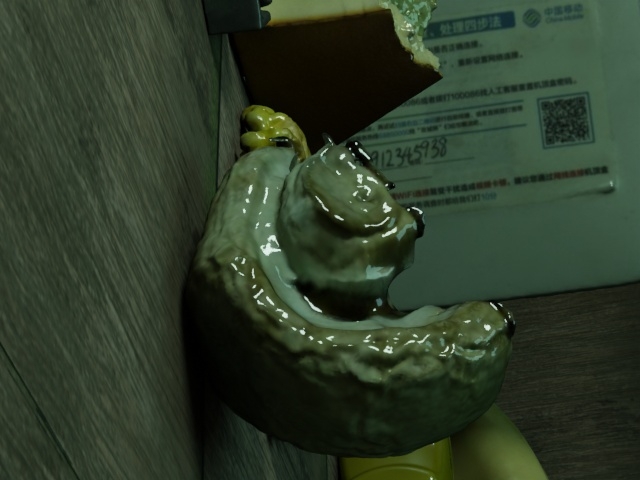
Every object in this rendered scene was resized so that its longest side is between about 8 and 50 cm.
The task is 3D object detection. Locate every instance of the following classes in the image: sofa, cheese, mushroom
[{"bbox_3d":[-0.072,-0.253,1.380,0.085,0.060,0.147,-72,153,-74],"label":"sofa"},{"bbox_3d":[0.153,0.312,1.896,0.128,0.259,0.315,33,29,-46],"label":"cheese"},{"bbox_3d":[-0.011,0.057,1.162,0.267,0.164,0.189,49,-34,23],"label":"mushroom"}]

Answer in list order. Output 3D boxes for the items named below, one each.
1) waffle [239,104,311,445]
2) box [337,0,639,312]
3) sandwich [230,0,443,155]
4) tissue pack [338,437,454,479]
[{"bbox_3d":[-0.022,0.029,1.469,0.329,0.062,0.329,-7,90,-82],"label":"waffle"},{"bbox_3d":[0.163,-0.129,1.757,0.111,0.396,0.396,2,81,-81],"label":"box"},{"bbox_3d":[0.023,-0.174,1.551,0.220,0.186,0.108,73,14,-54],"label":"sandwich"},{"bbox_3d":[0.085,0.248,1.799,0.127,0.123,0.178,70,13,-55],"label":"tissue pack"}]
